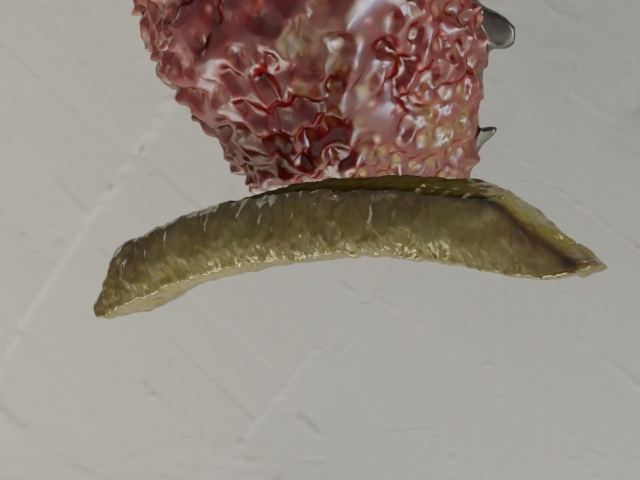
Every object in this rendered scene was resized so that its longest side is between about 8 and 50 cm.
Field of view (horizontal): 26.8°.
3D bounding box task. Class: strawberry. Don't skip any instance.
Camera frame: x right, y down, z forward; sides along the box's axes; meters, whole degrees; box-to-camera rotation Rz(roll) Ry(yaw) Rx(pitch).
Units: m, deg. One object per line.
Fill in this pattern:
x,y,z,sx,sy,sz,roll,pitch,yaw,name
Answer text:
0.021,-0.115,0.881,0.233,0.137,0.306,-31,-71,10,strawberry

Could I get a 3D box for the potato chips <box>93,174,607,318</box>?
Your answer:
0.000,0.000,0.828,0.407,0.057,0.080,-6,-96,44,potato chips
